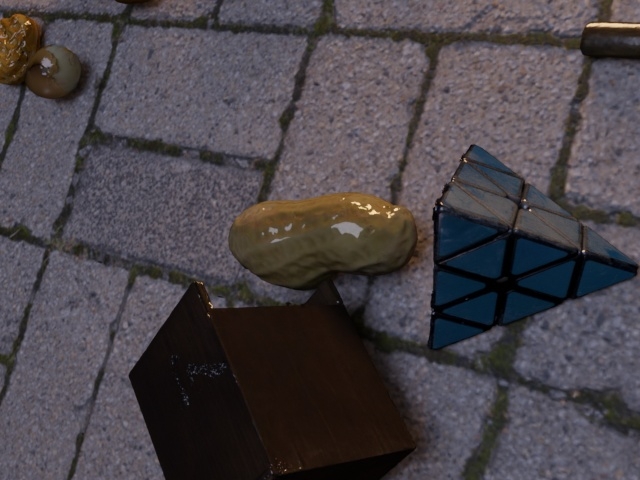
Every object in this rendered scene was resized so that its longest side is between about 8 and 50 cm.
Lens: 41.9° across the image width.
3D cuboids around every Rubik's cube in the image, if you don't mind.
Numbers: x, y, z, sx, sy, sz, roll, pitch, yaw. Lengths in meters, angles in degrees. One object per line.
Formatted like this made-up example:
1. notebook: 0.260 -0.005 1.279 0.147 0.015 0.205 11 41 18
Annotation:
1. Rubik's cube: 0.201 -0.014 0.770 0.178 0.211 0.190 10 57 11

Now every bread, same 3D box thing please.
1. bread: -0.459 -0.287 1.254 0.083 0.044 0.110 -3 73 29

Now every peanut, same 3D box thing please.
1. peanut: 0.000 0.000 0.869 0.214 0.090 0.098 -7 81 30

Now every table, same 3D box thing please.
1. table: -0.055 0.163 0.789 0.172 0.169 0.193 -51 54 35

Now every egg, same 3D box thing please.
1. egg: -0.378 -0.235 1.176 0.083 0.071 0.071 -20 67 39

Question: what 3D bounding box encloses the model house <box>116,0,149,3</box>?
1. model house: -0.234 -0.436 1.092 0.301 0.190 0.271 45 104 21

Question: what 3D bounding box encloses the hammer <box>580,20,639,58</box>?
1. hammer: 0.400 -0.165 0.698 0.366 0.043 0.111 12 84 35
